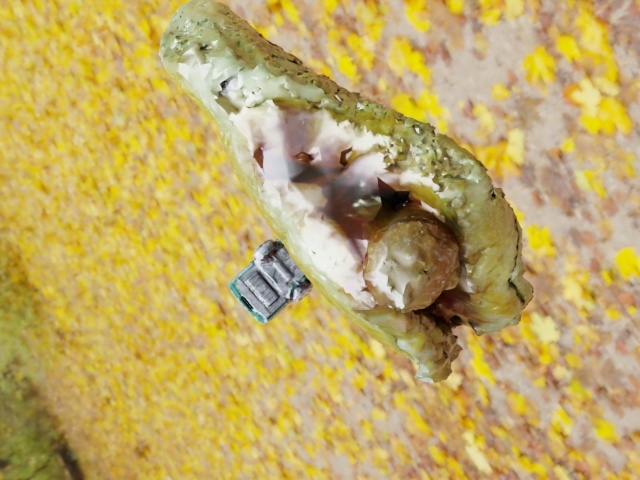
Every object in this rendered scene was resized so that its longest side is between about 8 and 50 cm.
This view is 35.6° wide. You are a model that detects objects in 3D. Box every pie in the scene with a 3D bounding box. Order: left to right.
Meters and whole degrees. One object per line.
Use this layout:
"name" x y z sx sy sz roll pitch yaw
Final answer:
"pie" 0.021 -0.057 1.000 0.418 0.180 0.395 46 176 27

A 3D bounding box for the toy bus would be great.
"toy bus" 0.000 0.000 1.321 0.091 0.262 0.109 49 -179 7
